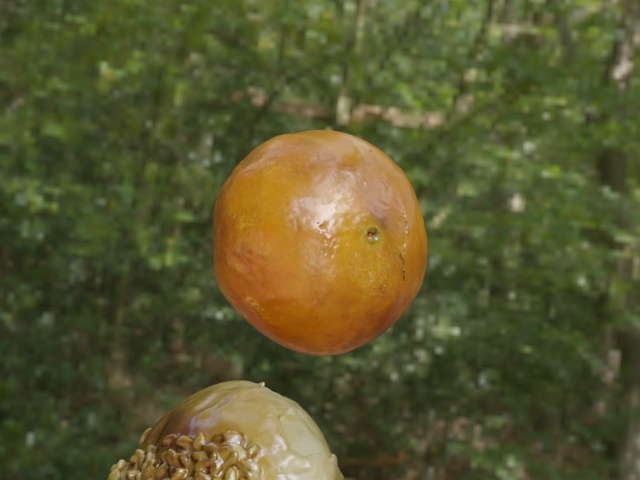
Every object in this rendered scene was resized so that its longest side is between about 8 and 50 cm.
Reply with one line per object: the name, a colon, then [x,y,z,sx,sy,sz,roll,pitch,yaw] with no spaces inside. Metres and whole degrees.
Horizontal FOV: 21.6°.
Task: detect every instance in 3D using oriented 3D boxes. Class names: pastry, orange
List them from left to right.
pastry: [-0.133,0.368,1.998,0.245,0.410,0.409,13,-8,-35]
orange: [0.000,0.000,2.092,0.283,0.284,0.226,10,-12,-36]
